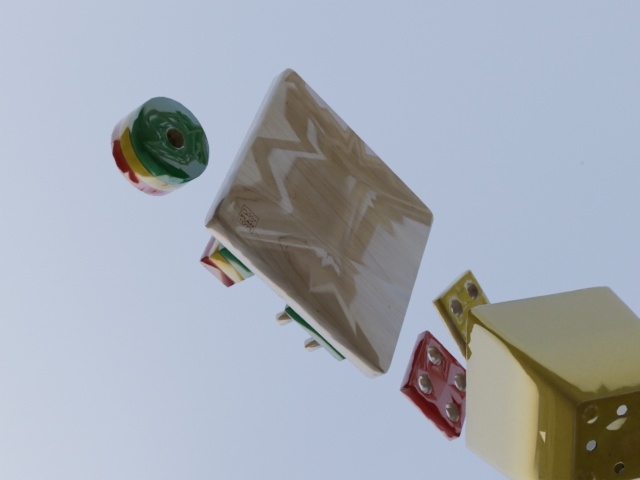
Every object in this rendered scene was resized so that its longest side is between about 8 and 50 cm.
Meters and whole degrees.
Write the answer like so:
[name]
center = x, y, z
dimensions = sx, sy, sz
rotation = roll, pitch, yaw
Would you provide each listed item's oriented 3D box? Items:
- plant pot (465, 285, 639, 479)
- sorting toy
[plant pot]
center = 0.124, 0.078, 0.603
dimensions = 0.082, 0.083, 0.081
rotation = -8, -69, -16
[sorting toy]
center = 0.000, 0.000, 0.706
dimensions = 0.046, 0.132, 0.274
rotation = -28, -61, 38
